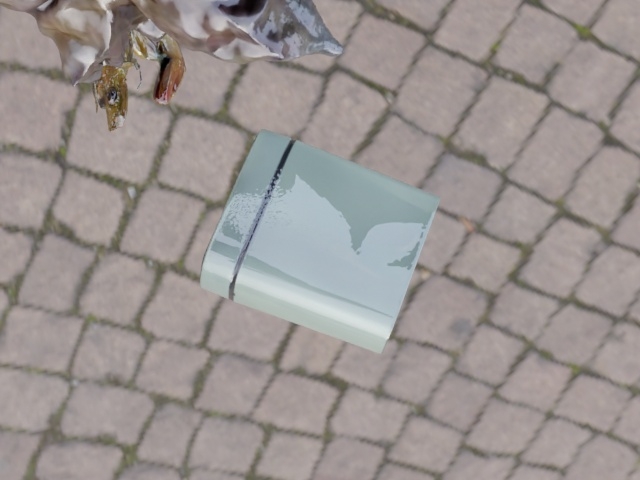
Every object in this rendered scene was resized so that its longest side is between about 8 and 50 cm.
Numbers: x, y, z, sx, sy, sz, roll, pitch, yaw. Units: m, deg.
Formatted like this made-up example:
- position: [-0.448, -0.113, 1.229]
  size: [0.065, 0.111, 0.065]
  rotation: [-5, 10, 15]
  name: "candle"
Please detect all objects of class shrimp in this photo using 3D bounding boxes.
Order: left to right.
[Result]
- position: [-0.147, -0.137, 1.115]
  size: [0.045, 0.163, 0.095]
  rotation: [-23, 140, 24]
  name: "shrimp"

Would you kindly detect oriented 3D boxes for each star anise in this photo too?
- position: [-0.124, -0.189, 0.897]
  size: [0.315, 0.108, 0.315]
  rotation: [13, 143, 9]
  name: "star anise"

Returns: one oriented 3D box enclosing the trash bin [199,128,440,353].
- position: [0.000, 0.000, 0.944]
  size: [0.129, 0.116, 0.059]
  rotation: [20, 156, 3]
  name: "trash bin"
